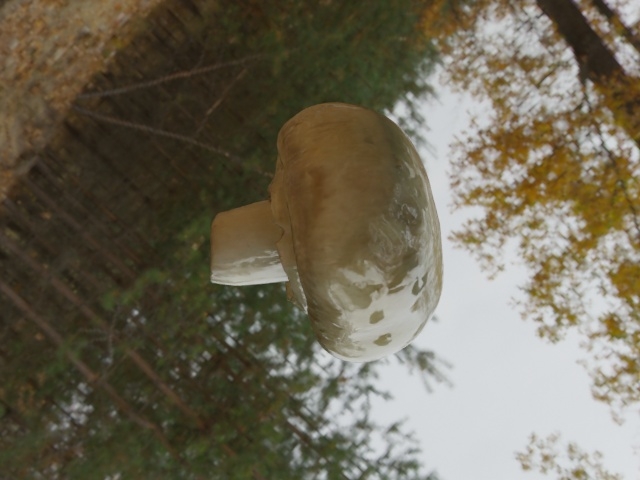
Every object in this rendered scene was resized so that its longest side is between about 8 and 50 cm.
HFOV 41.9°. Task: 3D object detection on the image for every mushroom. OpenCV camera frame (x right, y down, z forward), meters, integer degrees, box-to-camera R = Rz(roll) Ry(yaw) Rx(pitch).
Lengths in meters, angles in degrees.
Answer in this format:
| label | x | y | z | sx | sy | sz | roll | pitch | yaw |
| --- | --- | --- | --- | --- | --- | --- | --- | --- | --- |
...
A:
| label | x | y | z | sx | sy | sz | roll | pitch | yaw |
| --- | --- | --- | --- | --- | --- | --- | --- | --- | --- |
| mushroom | 0.000 | 0.000 | 0.832 | 0.234 | 0.260 | 0.254 | -14 | -179 | -2 |
